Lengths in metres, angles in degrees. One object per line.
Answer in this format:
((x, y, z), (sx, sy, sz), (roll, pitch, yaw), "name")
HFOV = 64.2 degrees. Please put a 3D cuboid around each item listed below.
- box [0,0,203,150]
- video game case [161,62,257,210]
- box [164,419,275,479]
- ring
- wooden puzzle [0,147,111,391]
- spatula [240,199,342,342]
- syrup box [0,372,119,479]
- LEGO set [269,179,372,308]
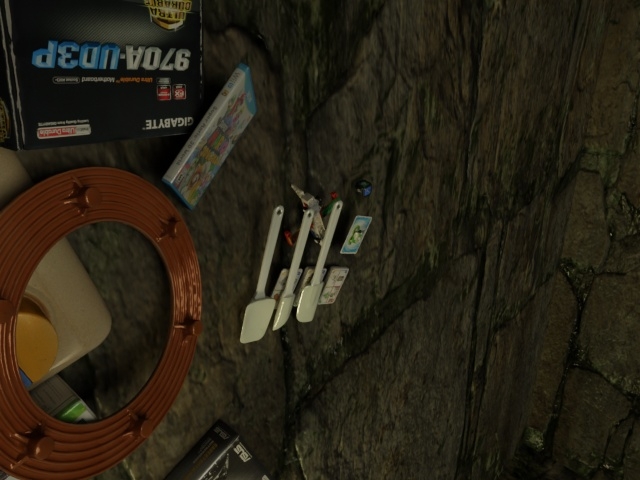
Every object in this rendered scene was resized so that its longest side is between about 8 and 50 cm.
((-0.212, -0.188, 0.504), (0.220, 0.051, 0.175), (-23, 124, -53), "box")
((-0.131, -0.123, 0.631), (0.166, 0.015, 0.119), (-60, 176, -11), "video game case")
((-0.174, 0.439, 0.861), (0.183, 0.056, 0.231), (-45, 136, -27), "box")
((-0.226, 0.088, 0.558), (0.337, 0.032, 0.336), (2, 90, -66), "ring")
((-0.379, 0.073, 0.433), (0.348, 0.081, 0.322), (-39, 133, -32), "wooden puzzle")
((-0.044, 0.050, 0.818), (0.168, 0.019, 0.242), (-7, 123, -41), "spatula")
((-0.352, 0.259, 0.538), (0.237, 0.096, 0.093), (-42, 133, -30), "syrup box")
((0.000, 0.000, 0.883), (0.183, 0.060, 0.244), (2, 117, -50), "LEGO set")
